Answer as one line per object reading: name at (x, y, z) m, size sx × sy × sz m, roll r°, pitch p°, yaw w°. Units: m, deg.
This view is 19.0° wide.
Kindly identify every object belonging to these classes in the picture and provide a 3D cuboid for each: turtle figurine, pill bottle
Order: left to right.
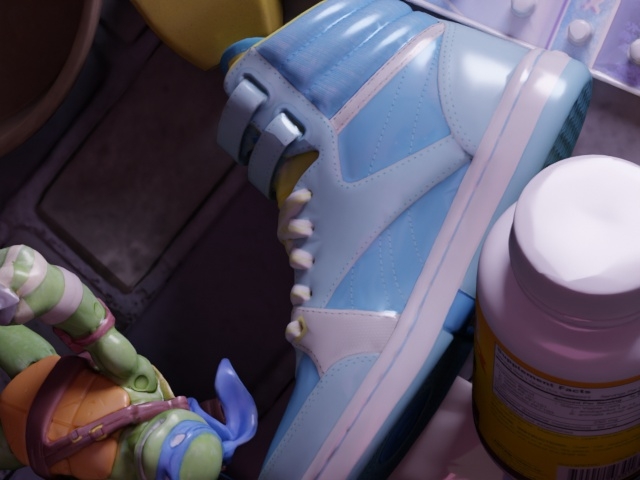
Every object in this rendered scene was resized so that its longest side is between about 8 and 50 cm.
turtle figurine at (-0.205, 0.100, 1.102) m, size 0.266 × 0.275 × 0.197 m, roll 16°, pitch 130°, yaw 46°
pill bottle at (0.141, 0.047, 1.028) m, size 0.117 × 0.215 × 0.117 m, roll -1°, pitch 58°, yaw 2°

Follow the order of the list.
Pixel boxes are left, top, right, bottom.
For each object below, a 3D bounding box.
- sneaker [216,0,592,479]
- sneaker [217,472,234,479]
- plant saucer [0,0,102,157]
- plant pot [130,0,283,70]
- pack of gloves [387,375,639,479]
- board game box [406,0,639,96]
sneaker at (0.000, 0.000, 1.112) m, size 0.208 × 0.127 × 0.319 m, roll 28°, pitch 82°, yaw 12°
sneaker at (-0.053, 0.221, 1.163) m, size 0.067 × 0.078 × 0.188 m, roll -25°, pitch 83°, yaw 15°
plant saucer at (-0.243, -0.181, 1.187) m, size 0.278 × 0.041 × 0.277 m, roll 6°, pitch 103°, yaw 27°
plant pot at (-0.065, -0.151, 1.157) m, size 0.081 × 0.081 × 0.083 m, roll -29°, pitch 96°, yaw 14°
pack of gloves at (0.112, 0.202, 1.147) m, size 0.232 × 0.046 × 0.195 m, roll 27°, pitch 97°, yaw 23°
board game box at (0.215, -0.281, 1.093) m, size 0.390 × 0.050 × 0.390 m, roll 24°, pitch 97°, yaw 13°
